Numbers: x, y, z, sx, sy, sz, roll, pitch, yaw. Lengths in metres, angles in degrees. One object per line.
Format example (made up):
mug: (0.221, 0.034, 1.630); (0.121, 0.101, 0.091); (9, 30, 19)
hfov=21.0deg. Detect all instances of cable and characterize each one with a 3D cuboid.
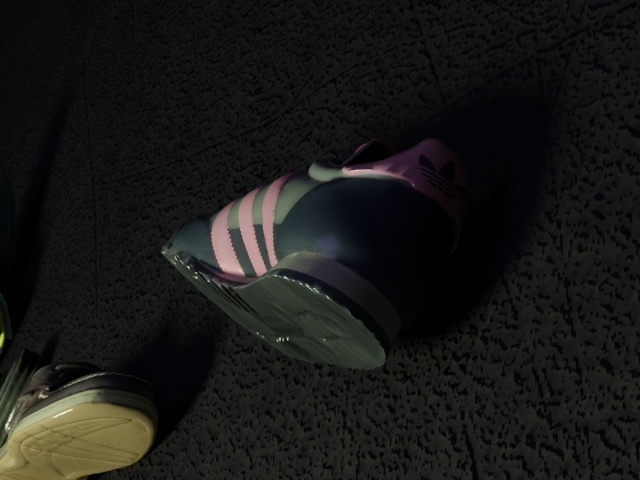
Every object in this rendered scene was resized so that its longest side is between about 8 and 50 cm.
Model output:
cable: (-0.344, 0.254, 1.753); (0.287, 0.072, 0.139); (-61, 0, -21)

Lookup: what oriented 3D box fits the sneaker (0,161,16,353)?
sneaker: (-0.405, 0.036, 2.003); (0.208, 0.127, 0.319); (160, 120, -66)

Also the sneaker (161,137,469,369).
sneaker: (0.000, 0.000, 1.090); (0.131, 0.112, 0.319); (-53, 21, -12)

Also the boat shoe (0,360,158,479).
boat shoe: (-0.204, 0.143, 1.419); (0.285, 0.103, 0.092); (138, 144, -60)

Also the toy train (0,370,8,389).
toy train: (-0.344, 0.170, 1.845); (0.017, 0.024, 0.083); (-55, 24, 30)
